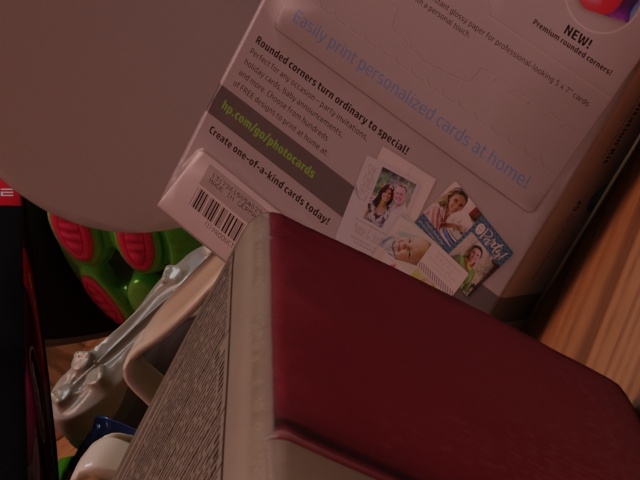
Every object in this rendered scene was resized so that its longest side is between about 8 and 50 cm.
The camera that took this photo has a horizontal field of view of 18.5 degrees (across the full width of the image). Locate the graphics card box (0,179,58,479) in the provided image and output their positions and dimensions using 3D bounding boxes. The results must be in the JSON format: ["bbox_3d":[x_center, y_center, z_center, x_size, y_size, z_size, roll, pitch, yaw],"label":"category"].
[{"bbox_3d":[-0.201,0.153,1.144,0.371,0.094,0.233,-103,10,-57],"label":"graphics card box"}]

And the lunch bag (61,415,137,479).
[{"bbox_3d":[-0.096,0.150,1.108,0.065,0.098,0.067,-63,-22,-16],"label":"lunch bag"}]

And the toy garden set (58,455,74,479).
[{"bbox_3d":[-0.140,0.235,1.253,0.244,0.049,0.204,-23,51,66],"label":"toy garden set"}]

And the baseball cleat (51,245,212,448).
[{"bbox_3d":[-0.096,0.078,1.389,0.206,0.109,0.072,-37,40,-3],"label":"baseball cleat"}]

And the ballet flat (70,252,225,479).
[{"bbox_3d":[-0.048,0.098,0.883,0.349,0.123,0.123,-59,10,31],"label":"ballet flat"}]

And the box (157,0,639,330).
[{"bbox_3d":[0.037,-0.050,0.718,0.038,0.145,0.186,-9,-49,-58],"label":"box"}]

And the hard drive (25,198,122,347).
[{"bbox_3d":[-0.176,-0.001,1.617,0.254,0.054,0.172,-14,-67,-51],"label":"hard drive"}]

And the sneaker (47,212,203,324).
[{"bbox_3d":[-0.083,-0.144,1.485,0.202,0.185,0.483,-39,-36,-59],"label":"sneaker"}]

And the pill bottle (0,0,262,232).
[{"bbox_3d":[-0.036,-0.141,0.978,0.204,0.204,0.361,-60,-4,26],"label":"pill bottle"}]

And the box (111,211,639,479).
[{"bbox_3d":[0.007,0.107,0.472,0.149,0.126,0.232,-62,9,13],"label":"box"}]
